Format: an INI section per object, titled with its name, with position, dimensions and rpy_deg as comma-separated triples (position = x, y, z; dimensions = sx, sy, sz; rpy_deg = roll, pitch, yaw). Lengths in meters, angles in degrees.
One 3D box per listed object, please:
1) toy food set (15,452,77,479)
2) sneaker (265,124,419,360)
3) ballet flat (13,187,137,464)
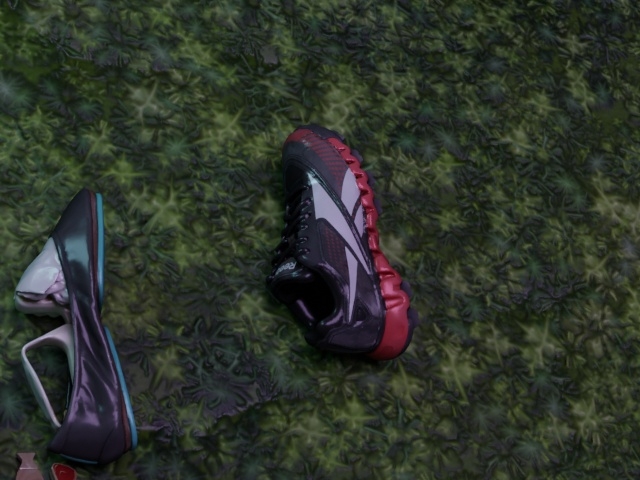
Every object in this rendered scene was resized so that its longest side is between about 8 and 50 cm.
[toy food set]
position = -0.243, 0.254, 1.507
dimensions = 0.078, 0.019, 0.122
rpy_deg = 11, 50, -22
[sneaker]
position = 0.000, 0.000, 1.729
dimensions = 0.135, 0.097, 0.276
rpy_deg = -5, 66, -32
[ballet flat]
position = -0.239, 0.077, 1.569
dimensions = 0.096, 0.095, 0.280
rpy_deg = -4, 64, -16
